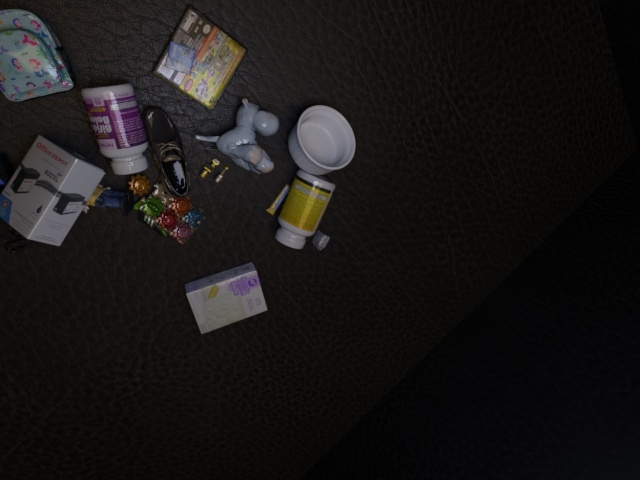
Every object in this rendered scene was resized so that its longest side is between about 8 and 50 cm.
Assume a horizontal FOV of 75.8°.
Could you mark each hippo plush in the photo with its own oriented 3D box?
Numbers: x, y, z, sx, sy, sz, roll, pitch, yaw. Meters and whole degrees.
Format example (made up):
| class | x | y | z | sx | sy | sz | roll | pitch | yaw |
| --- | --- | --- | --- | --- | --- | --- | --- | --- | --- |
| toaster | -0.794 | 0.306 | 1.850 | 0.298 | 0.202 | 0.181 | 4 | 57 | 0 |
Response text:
| class | x | y | z | sx | sy | sz | roll | pitch | yaw |
| --- | --- | --- | --- | --- | --- | --- | --- | --- | --- |
| hippo plush | -0.286 | -0.422 | 1.660 | 0.294 | 0.234 | 0.236 | 23 | 84 | 12 |

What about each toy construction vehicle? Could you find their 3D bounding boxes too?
| class | x | y | z | sx | sy | sz | roll | pitch | yaw |
| --- | --- | --- | --- | --- | --- | --- | --- | --- | --- |
| toy construction vehicle | -0.445 | -0.289 | 1.724 | 0.086 | 0.035 | 0.098 | 36 | 94 | -21 |

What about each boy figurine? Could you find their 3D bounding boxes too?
| class | x | y | z | sx | sy | sz | roll | pitch | yaw |
| --- | --- | --- | --- | --- | --- | --- | --- | --- | --- |
| boy figurine | -0.860 | -0.154 | 1.530 | 0.285 | 0.177 | 0.092 | 5 | 124 | -6 |

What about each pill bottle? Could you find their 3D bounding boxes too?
| class | x | y | z | sx | sy | sz | roll | pitch | yaw |
| --- | --- | --- | --- | --- | --- | --- | --- | --- | --- |
| pill bottle | -0.721 | -0.397 | 1.471 | 0.169 | 0.169 | 0.301 | -14 | 117 | -17 |
| pill bottle | -0.079 | -0.139 | 1.855 | 0.188 | 0.188 | 0.334 | 17 | 105 | -29 |

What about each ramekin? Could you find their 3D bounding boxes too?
| class | x | y | z | sx | sy | sz | roll | pitch | yaw |
| --- | --- | --- | --- | --- | --- | --- | --- | --- | --- |
| ramekin | -0.002 | -0.411 | 1.731 | 0.277 | 0.135 | 0.277 | 7 | 76 | -29 |

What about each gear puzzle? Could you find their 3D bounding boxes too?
| class | x | y | z | sx | sy | sz | roll | pitch | yaw |
| --- | --- | --- | --- | --- | --- | --- | --- | --- | --- |
| gear puzzle | -0.625 | -0.146 | 1.669 | 0.339 | 0.044 | 0.175 | 48 | 69 | -32 |

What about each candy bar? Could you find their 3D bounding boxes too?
| class | x | y | z | sx | sy | sz | roll | pitch | yaw |
| --- | --- | --- | --- | --- | --- | --- | --- | --- | --- |
| candy bar | -0.187 | -0.191 | 1.886 | 0.040 | 0.018 | 0.161 | 33 | 98 | -32 |

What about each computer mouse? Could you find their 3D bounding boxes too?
| class | x | y | z | sx | sy | sz | roll | pitch | yaw |
| --- | --- | --- | --- | --- | --- | --- | --- | --- | --- |
| computer mouse | -1.139 | -0.081 | 1.496 | 0.188 | 0.072 | 0.272 | -29 | 121 | -7 |

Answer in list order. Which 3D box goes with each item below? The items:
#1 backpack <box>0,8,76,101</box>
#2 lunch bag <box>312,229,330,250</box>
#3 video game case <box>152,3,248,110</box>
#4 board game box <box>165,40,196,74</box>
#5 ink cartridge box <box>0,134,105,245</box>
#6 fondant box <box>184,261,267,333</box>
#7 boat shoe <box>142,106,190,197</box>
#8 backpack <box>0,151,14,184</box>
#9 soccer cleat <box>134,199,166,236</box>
| class | x | y | z | sx | sy | sz | roll | pitch | yaw |
| --- | --- | --- | --- | --- | --- | --- | --- | --- | --- |
| backpack | -0.933 | -0.583 | 1.292 | 0.225 | 0.191 | 0.253 | -19 | 114 | -13 |
| lunch bag | 0.000 | 0.000 | 2.024 | 0.053 | 0.071 | 0.083 | 23 | 101 | -34 |
| video game case | -0.446 | -0.674 | 1.539 | 0.248 | 0.035 | 0.275 | 29 | 99 | -31 |
| board game box | -0.506 | -0.658 | 1.487 | 0.090 | 0.020 | 0.090 | 11 | 108 | -26 |
| ink cartridge box | -0.931 | -0.172 | 1.411 | 0.307 | 0.223 | 0.129 | -60 | 159 | -3 |
| fondant box | -0.443 | 0.271 | 1.947 | 0.330 | 0.096 | 0.238 | -19 | 119 | -16 |
| boat shoe | -0.569 | -0.331 | 1.571 | 0.132 | 0.130 | 0.355 | -26 | 116 | -25 |
| backpack | -1.121 | -0.232 | 1.405 | 0.101 | 0.120 | 0.098 | -21 | 121 | -13 |
| soccer cleat | -0.703 | -0.086 | 1.696 | 0.072 | 0.060 | 0.179 | -26 | 117 | 4 |
